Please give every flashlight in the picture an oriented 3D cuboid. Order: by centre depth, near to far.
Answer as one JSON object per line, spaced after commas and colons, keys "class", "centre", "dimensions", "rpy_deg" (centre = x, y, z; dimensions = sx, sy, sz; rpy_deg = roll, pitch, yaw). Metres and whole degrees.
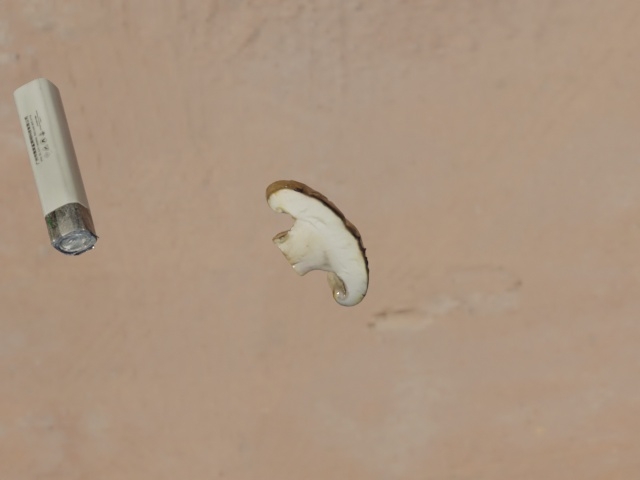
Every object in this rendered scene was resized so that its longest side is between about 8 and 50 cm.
{"class": "flashlight", "centre": [-0.116, -0.033, 0.647], "dimensions": [0.018, 0.083, 0.018], "rpy_deg": [-27, 151, 13]}

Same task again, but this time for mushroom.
{"class": "mushroom", "centre": [0.000, 0.000, 0.922], "dimensions": [0.049, 0.019, 0.101], "rpy_deg": [-27, 120, 12]}
